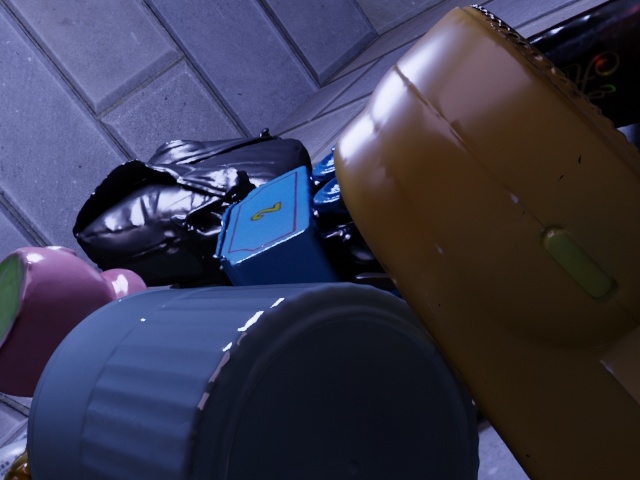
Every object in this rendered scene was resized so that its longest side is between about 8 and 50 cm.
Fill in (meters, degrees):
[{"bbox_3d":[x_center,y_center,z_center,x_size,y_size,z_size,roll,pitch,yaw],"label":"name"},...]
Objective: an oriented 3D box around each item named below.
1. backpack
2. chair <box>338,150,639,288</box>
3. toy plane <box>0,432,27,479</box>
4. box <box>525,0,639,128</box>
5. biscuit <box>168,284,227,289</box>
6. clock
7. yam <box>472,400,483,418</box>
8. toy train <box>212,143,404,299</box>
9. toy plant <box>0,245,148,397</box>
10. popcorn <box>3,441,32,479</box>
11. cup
[{"bbox_3d":[-0.224,-0.055,1.329,0.445,0.255,0.363,-13,22,7],"label":"backpack"},{"bbox_3d":[0.183,0.006,0.684,0.319,0.186,0.160,1,24,8],"label":"chair"},{"bbox_3d":[-0.430,0.341,1.094,0.267,0.122,0.267,-36,17,13],"label":"toy plane"},{"bbox_3d":[0.358,-0.217,0.804,0.415,0.116,0.264,-27,9,-36],"label":"box"},{"bbox_3d":[-0.213,0.057,1.494,0.186,0.079,0.309,-29,17,31],"label":"biscuit"},{"bbox_3d":[0.145,0.012,0.461,0.200,0.317,0.244,-41,16,12],"label":"clock"},{"bbox_3d":[0.111,0.160,0.637,0.116,0.021,0.021,-32,17,11],"label":"yam"},{"bbox_3d":[0.000,0.000,0.979,0.265,0.188,0.300,-25,20,7],"label":"toy train"},{"bbox_3d":[-0.273,0.140,0.999,0.317,0.356,0.211,-28,43,36],"label":"toy plant"},{"bbox_3d":[-0.285,0.278,0.875,0.180,0.180,0.170,-39,12,-5],"label":"popcorn"},{"bbox_3d":[-0.089,0.168,0.567,0.331,0.257,0.311,-18,4,-36],"label":"cup"}]
